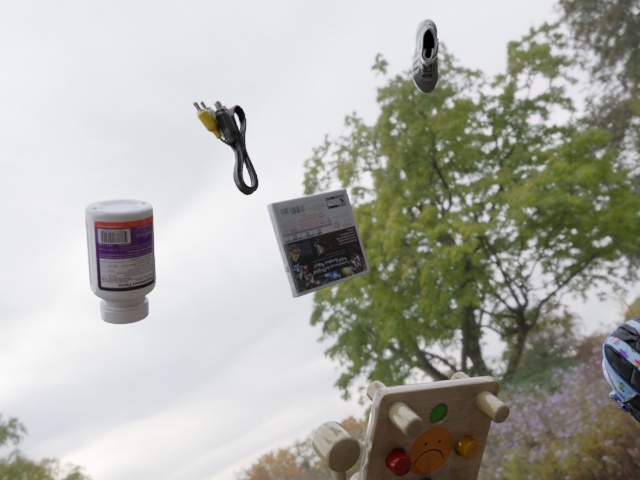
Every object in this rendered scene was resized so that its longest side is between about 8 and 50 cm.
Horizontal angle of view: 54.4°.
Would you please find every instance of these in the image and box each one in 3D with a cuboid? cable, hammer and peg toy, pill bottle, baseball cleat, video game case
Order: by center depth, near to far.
[{"bbox_3d":[-0.328,0.035,1.028,0.108,0.108,0.193,-9,-70,-33],"label":"pill bottle"},{"bbox_3d":[0.134,0.364,1.052,0.361,0.127,0.266,0,-73,-27],"label":"hammer and peg toy"},{"bbox_3d":[0.000,0.000,1.155,0.190,0.173,0.022,-15,-2,-42],"label":"video game case"},{"bbox_3d":[0.267,-0.454,1.589,0.072,0.109,0.206,-5,-49,9],"label":"baseball cleat"},{"bbox_3d":[-0.231,-0.253,1.658,0.072,0.287,0.139,-24,-2,39],"label":"cable"}]

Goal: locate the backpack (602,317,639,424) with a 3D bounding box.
[{"bbox_3d":[0.585,0.236,1.114,0.158,0.173,0.117,-35,-25,-20],"label":"backpack"}]
